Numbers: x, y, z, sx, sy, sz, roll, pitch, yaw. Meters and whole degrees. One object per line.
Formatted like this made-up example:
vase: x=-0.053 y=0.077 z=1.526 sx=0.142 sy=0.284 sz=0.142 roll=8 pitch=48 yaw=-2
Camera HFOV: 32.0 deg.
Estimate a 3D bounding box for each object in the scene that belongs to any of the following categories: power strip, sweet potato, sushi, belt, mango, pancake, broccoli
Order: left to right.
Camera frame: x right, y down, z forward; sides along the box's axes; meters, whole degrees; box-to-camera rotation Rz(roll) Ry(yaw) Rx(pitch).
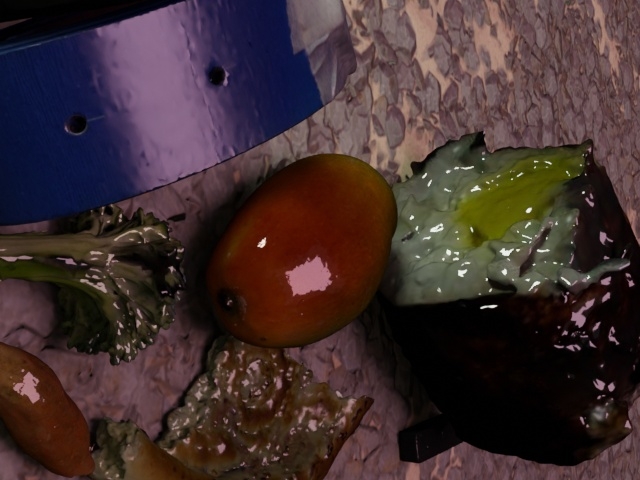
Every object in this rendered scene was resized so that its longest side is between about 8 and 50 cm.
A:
sweet potato: x=-0.213 y=0.102 z=0.774 sx=0.195 sy=0.056 sz=0.056 roll=55 pitch=46 yaw=-33
broccoli: x=-0.192 y=0.018 z=0.783 sx=0.204 sy=0.118 sz=0.122 roll=11 pitch=110 yaw=-40
belt: x=-0.112 y=-0.126 z=0.792 sx=0.347 sy=0.212 sz=0.117 roll=-38 pitch=118 yaw=-51
pancake: x=-0.061 y=0.169 z=0.997 sx=0.376 sy=0.054 sz=0.197 roll=-10 pitch=96 yaw=-57
mango: x=-0.004 y=-0.003 z=1.029 sx=0.146 sy=0.129 sz=0.289 roll=48 pitch=32 yaw=-10
power strip: x=0.130 y=0.229 z=1.301 sx=0.111 sy=0.029 sz=0.038 roll=-7 pitch=95 yaw=-54
sushi: x=0.224 y=0.067 z=1.232 sx=0.299 sy=0.281 sz=0.294 roll=-76 pitch=146 yaw=-48

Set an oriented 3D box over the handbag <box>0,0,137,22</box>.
handbag: x=-0.164 y=-0.250 z=0.681 sx=0.181 sy=0.254 sz=0.181 roll=-54 pitch=130 yaw=-27
